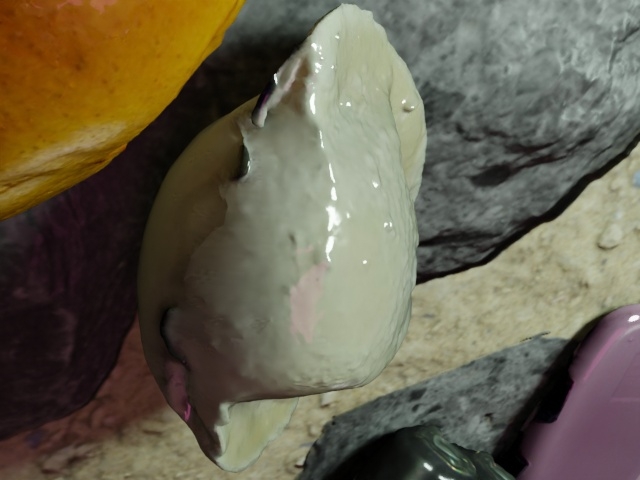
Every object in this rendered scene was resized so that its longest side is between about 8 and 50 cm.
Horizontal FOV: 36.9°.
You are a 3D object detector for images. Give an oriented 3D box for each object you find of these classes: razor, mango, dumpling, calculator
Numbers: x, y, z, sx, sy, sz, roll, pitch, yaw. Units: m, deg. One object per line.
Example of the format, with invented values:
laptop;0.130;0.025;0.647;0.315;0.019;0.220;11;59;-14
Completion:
razor;0.043;0.318;0.887;0.189;0.107;0.327;28;112;-33
mango;-0.145;-0.089;0.447;0.257;0.187;0.138;-40;103;21
dumpling;0.003;0.005;0.604;0.243;0.175;0.227;-43;162;30
calculator;0.283;0.173;0.923;0.194;0.043;0.294;7;121;-27
